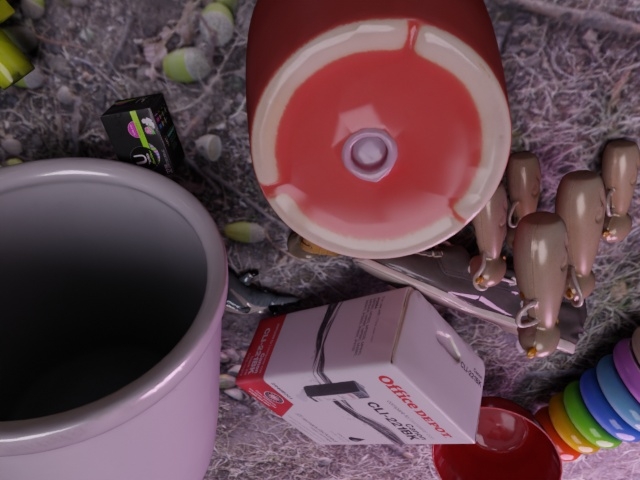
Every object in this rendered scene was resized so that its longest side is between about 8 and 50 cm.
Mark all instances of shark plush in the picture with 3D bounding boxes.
[{"bbox_3d":[-0.107,0.072,0.747,0.161,0.073,0.067,16,93,-2],"label":"shark plush"}]

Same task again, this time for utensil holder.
[{"bbox_3d":[-0.278,0.153,0.619,0.328,0.327,0.385,9,136,-3],"label":"utensil holder"}]

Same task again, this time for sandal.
[{"bbox_3d":[0.000,0.000,0.644,0.072,0.049,0.180,12,158,-14],"label":"sandal"}]

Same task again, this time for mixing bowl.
[{"bbox_3d":[0.269,0.311,0.812,0.181,0.098,0.181,5,106,18],"label":"mixing bowl"}]

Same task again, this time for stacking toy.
[{"bbox_3d":[0.420,0.271,0.818,0.141,0.141,0.330,27,127,-15],"label":"stacking toy"}]

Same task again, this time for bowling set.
[{"bbox_3d":[0.236,-0.014,0.623,0.200,0.287,0.154,18,128,45],"label":"bowling set"}]

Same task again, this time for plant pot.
[{"bbox_3d":[0.047,-0.129,0.490,0.275,0.243,0.275,2,124,3],"label":"plant pot"}]

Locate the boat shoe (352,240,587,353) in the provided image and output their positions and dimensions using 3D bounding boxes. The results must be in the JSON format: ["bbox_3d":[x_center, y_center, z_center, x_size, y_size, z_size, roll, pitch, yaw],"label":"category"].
[{"bbox_3d":[0.204,0.052,0.699,0.335,0.112,0.095,22,83,-12],"label":"boat shoe"}]

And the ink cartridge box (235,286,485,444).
[{"bbox_3d":[0.053,0.184,0.718,0.273,0.114,0.197,-20,127,39],"label":"ink cartridge box"}]

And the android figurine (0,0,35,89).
[{"bbox_3d":[-0.420,-0.258,0.513,0.248,0.056,0.273,-18,124,29],"label":"android figurine"}]

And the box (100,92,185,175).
[{"bbox_3d":[-0.207,-0.122,0.621,0.062,0.052,0.083,-8,124,8],"label":"box"}]
